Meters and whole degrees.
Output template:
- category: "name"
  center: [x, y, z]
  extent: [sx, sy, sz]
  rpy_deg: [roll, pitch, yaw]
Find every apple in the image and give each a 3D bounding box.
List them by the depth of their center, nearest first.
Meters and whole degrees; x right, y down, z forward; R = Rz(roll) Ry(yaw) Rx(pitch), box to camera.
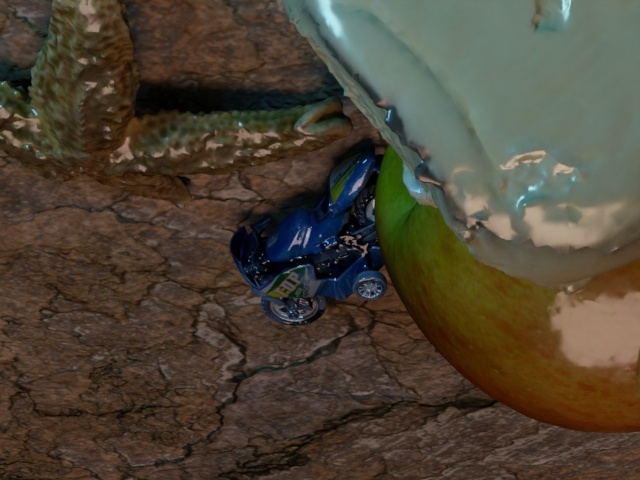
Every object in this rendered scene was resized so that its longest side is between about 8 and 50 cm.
- category: "apple"
  center: [0.208, -0.019, 1.217]
  extent: [0.339, 0.340, 0.339]
  rpy_deg: [0, 150, 0]

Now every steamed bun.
- category: "steamed bun"
  center: [0.152, -0.156, 0.978]
  extent: [0.312, 0.334, 0.233]
  rpy_deg: [-30, 179, 3]

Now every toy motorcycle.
- category: "toy motorcycle"
  center: [0.000, 0.000, 1.490]
  extent: [0.135, 0.092, 0.254]
  rpy_deg: [27, 132, -24]

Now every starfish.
- category: "starfish"
  center: [-0.201, -0.126, 1.282]
  extent: [0.432, 0.082, 0.324]
  rpy_deg: [27, 144, -35]
